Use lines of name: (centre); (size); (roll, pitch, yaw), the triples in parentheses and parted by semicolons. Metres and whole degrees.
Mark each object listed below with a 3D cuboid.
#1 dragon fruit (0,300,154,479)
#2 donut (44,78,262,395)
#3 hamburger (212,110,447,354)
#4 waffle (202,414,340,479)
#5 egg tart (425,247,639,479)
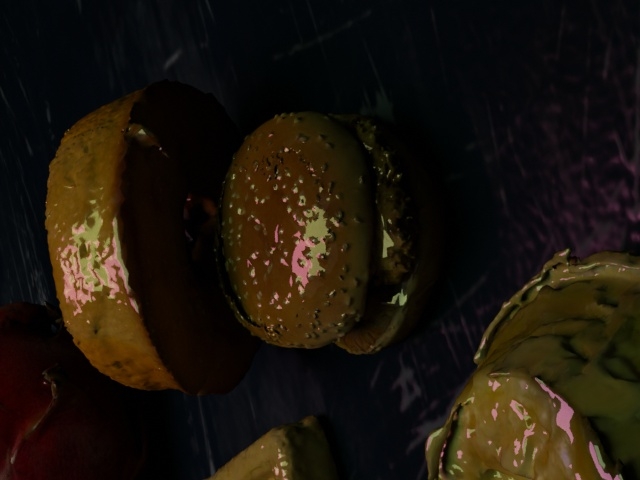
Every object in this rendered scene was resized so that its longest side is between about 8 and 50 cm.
dragon fruit: (-0.279, 0.208, 1.470); (0.250, 0.250, 0.315); (-13, 65, 56)
donut: (-0.117, 0.001, 1.202); (0.118, 0.253, 0.253); (-14, 81, 22)
hamburger: (0.005, -0.004, 1.116); (0.191, 0.118, 0.181); (11, 106, 50)
waffle: (-0.020, 0.292, 1.239); (0.168, 0.057, 0.274); (-40, 61, 50)
egg tart: (0.157, 0.162, 0.909); (0.315, 0.120, 0.315); (13, 105, 55)
